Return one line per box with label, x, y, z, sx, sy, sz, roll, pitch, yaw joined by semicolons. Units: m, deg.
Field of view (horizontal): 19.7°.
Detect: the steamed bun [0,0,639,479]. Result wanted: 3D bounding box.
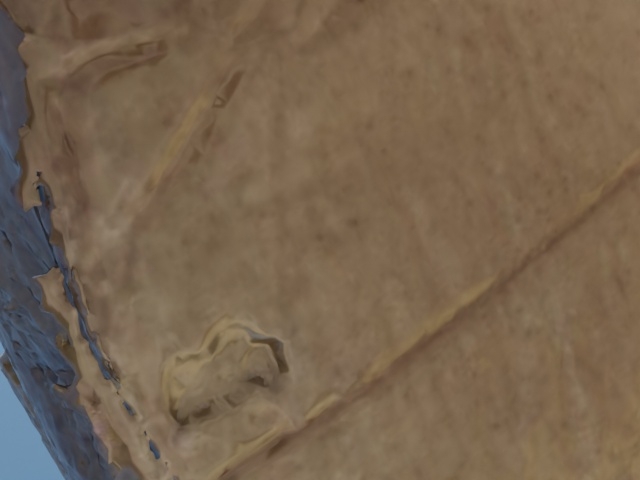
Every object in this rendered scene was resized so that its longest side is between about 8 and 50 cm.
steamed bun;0.000;0.000;0.606;0.251;0.199;0.301;-27;-76;-25
